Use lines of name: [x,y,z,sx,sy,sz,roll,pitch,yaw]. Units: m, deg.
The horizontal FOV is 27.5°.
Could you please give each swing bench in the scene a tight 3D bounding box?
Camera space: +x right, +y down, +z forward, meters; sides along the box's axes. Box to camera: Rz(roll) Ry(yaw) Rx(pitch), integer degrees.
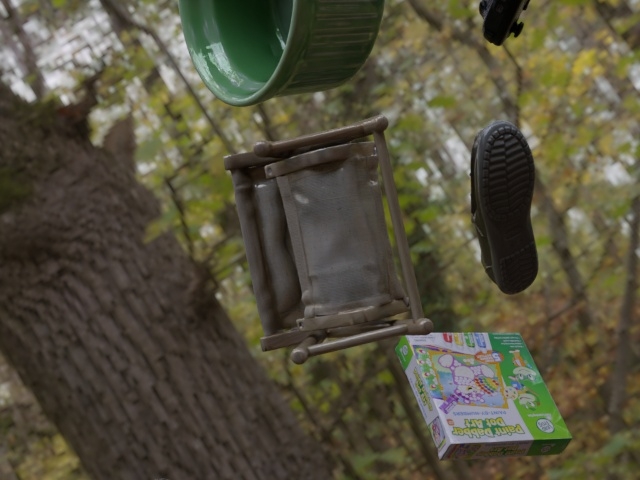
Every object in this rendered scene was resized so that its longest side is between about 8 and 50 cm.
swing bench: [0.000,0.000,1.554,0.165,0.253,0.254,-12,2,-11]

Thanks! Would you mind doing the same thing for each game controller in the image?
game controller: [0.267,-0.366,1.514,0.166,0.067,0.319,-48,-11,-30]

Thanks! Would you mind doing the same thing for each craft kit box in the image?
craft kit box: [0.284,0.270,2.301,0.249,0.247,0.061,1,-42,-26]

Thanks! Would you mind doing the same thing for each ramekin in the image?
ramekin: [-0.049,-0.325,1.668,0.148,0.303,0.303,-7,-26,-33]

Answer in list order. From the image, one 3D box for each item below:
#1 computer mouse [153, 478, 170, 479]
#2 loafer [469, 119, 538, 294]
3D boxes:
computer mouse: [-0.122,0.367,1.509,0.184,0.262,0.060,33,-76,-28]
loafer: [0.239,-0.048,1.802,0.094,0.251,0.087,-18,25,-24]
